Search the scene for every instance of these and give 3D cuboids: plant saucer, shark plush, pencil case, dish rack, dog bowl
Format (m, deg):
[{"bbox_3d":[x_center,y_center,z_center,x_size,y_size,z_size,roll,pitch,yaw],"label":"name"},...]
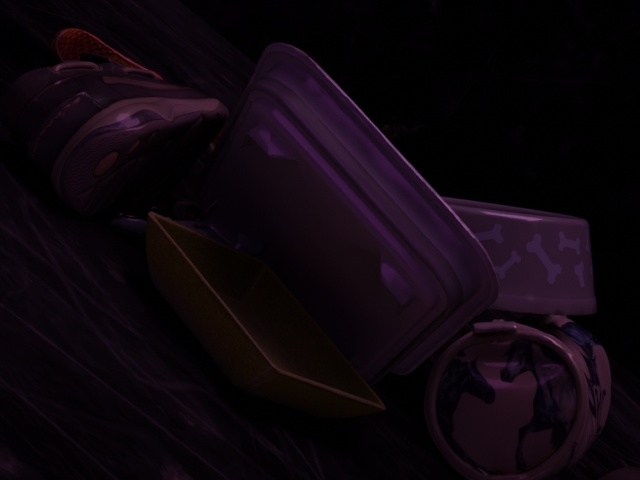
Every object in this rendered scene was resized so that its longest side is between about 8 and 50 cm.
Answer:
[{"bbox_3d":[-0.055,0.073,1.464,0.188,0.045,0.188,49,12,30],"label":"plant saucer"},{"bbox_3d":[-0.107,0.013,1.562,0.161,0.073,0.067,43,36,-37],"label":"shark plush"},{"bbox_3d":[0.217,0.159,1.913,0.410,0.160,0.183,8,68,-77],"label":"pencil case"},{"bbox_3d":[0.000,0.000,1.599,0.285,0.072,0.333,47,-23,5],"label":"dish rack"},{"bbox_3d":[0.134,0.005,1.970,0.349,0.102,0.349,8,3,0],"label":"dog bowl"}]

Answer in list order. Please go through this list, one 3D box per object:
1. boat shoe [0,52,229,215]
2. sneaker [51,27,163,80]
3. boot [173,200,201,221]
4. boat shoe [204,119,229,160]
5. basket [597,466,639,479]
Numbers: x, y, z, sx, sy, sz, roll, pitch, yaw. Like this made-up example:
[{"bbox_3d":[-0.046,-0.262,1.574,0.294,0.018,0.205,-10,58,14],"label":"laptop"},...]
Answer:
[{"bbox_3d":[-0.179,-0.110,1.598,0.130,0.132,0.355,42,6,6],"label":"boat shoe"},{"bbox_3d":[-0.229,-0.184,2.054,0.175,0.064,0.067,42,-3,-17],"label":"sneaker"},{"bbox_3d":[-0.086,0.000,1.794,0.106,0.037,0.114,30,-2,26],"label":"boot"},{"bbox_3d":[0.026,-0.021,1.790,0.324,0.120,0.122,40,-5,23],"label":"boat shoe"},{"bbox_3d":[0.339,0.319,1.681,0.227,0.154,0.204,-140,-140,-58],"label":"basket"}]
